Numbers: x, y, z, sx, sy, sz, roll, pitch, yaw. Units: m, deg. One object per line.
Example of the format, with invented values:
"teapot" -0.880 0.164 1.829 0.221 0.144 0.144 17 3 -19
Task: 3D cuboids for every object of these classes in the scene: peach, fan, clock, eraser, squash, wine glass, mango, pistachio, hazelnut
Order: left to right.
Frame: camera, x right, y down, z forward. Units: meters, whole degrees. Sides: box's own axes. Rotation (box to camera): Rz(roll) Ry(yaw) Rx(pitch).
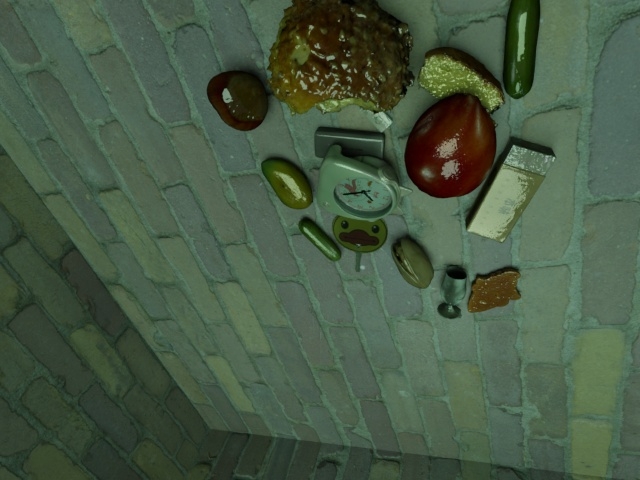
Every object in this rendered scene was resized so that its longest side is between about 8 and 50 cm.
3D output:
"hazelnut" -0.273 -0.477 1.347 0.186 0.210 0.210 -40 107 12
"mango" -0.122 -0.219 1.530 0.137 0.091 0.237 -24 114 26
"squash" 0.000 0.000 1.662 0.239 0.069 0.069 44 127 -12
"fan" 0.156 -0.003 1.640 0.229 0.011 0.335 9 126 13
"clock" 0.152 -0.183 1.411 0.324 0.109 0.265 16 145 3
"pistachio" 0.355 0.090 1.558 0.136 0.136 0.226 -27 106 33
"peach" 0.376 -0.250 1.181 0.257 0.201 0.362 24 161 13
"wine glass" 0.531 0.212 1.607 0.103 0.103 0.222 7 129 15
"eraser" 0.612 -0.156 1.320 0.144 0.078 0.343 18 129 5
"squash" 0.533 -0.540 1.061 0.087 0.087 0.332 2 124 19

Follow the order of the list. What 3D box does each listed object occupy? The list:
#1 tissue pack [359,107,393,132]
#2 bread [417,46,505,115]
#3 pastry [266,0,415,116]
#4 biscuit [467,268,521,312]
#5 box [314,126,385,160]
"tissue pack" 0.183 -0.412 1.318 0.108 0.023 0.056 41 128 -13
"bread" 0.397 -0.458 1.139 0.260 0.134 0.129 31 142 -11
"pastry" 0.049 -0.519 1.112 0.405 0.292 0.337 -4 99 -6
"biscuit" 0.680 0.204 1.587 0.183 0.043 0.280 30 134 1
"box" 0.100 -0.329 1.390 0.243 0.055 0.103 8 128 13
